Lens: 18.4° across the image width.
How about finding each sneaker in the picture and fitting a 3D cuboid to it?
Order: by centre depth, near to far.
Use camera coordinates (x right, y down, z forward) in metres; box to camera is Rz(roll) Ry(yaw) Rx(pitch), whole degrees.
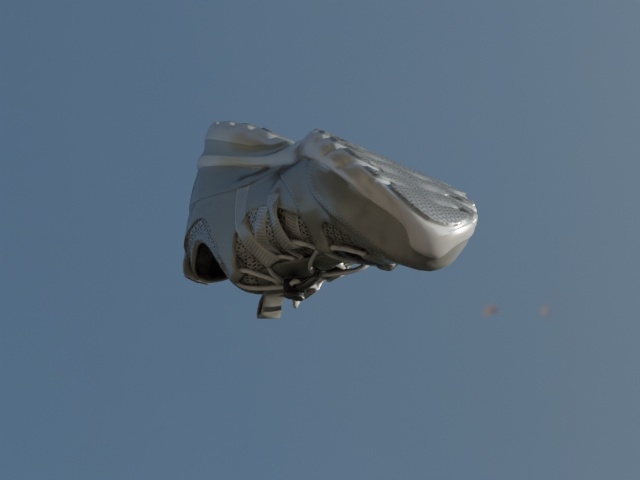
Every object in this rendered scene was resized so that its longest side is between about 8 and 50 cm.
[{"bbox_3d":[0.000,0.000,1.205,0.105,0.281,0.115,22,-94,-25],"label":"sneaker"}]
